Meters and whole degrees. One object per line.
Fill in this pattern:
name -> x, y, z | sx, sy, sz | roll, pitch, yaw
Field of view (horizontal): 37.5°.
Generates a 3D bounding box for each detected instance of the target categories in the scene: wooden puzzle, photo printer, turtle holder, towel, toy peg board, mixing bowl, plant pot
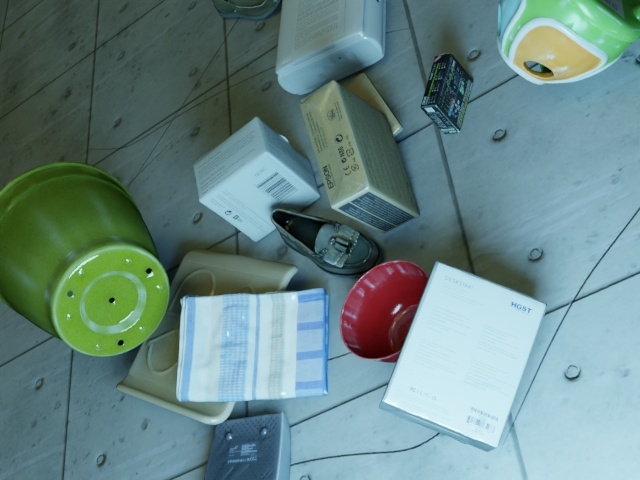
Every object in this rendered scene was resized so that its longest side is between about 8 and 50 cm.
wooden puzzle -> -0.216, 0.186, 1.870 | 0.322, 0.080, 0.347 | 8, 64, 44
photo printer -> 0.025, -0.496, 2.101 | 0.256, 0.107, 0.307 | -20, 50, 30
turtle holder -> 0.407, -0.416, 1.617 | 0.227, 0.243, 0.320 | -47, 49, 37
towel -> -0.125, 0.188, 1.718 | 0.285, 0.034, 0.209 | -4, 66, 11
toy peg board -> 0.079, -0.220, 1.902 | 0.161, 0.079, 0.160 | -39, 59, 15
mixing bowl -> 0.133, 0.133, 1.577 | 0.181, 0.098, 0.181 | -22, 51, 29
plant pot -> -0.485, 0.062, 1.946 | 0.366, 0.366, 0.353 | -53, 37, -1

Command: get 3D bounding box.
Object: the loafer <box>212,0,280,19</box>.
loafer -> -0.195, -0.618, 2.392 | 0.251, 0.087, 0.094 | 4, 65, 43

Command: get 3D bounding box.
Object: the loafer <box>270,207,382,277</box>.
loafer -> 0.000, 0.000, 1.796 | 0.267, 0.084, 0.096 | 20, 76, 47

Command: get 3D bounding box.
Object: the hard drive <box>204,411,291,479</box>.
hard drive -> -0.129, 0.432, 1.633 | 0.172, 0.054, 0.254 | -15, 53, 34

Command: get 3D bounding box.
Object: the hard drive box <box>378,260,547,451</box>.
hard drive box -> 0.213, 0.174, 1.419 | 0.181, 0.089, 0.232 | 22, 74, 6

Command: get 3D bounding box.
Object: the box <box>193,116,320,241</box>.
box -> -0.131, -0.123, 1.924 | 0.182, 0.181, 0.119 | -34, 44, 19

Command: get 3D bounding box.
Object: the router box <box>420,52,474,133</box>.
router box -> 0.239, -0.276, 1.773 | 0.038, 0.092, 0.122 | -2, 61, 41

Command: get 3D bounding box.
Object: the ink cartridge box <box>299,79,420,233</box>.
ink cartridge box -> 0.072, -0.149, 1.718 | 0.088, 0.193, 0.234 | -29, 61, 24
